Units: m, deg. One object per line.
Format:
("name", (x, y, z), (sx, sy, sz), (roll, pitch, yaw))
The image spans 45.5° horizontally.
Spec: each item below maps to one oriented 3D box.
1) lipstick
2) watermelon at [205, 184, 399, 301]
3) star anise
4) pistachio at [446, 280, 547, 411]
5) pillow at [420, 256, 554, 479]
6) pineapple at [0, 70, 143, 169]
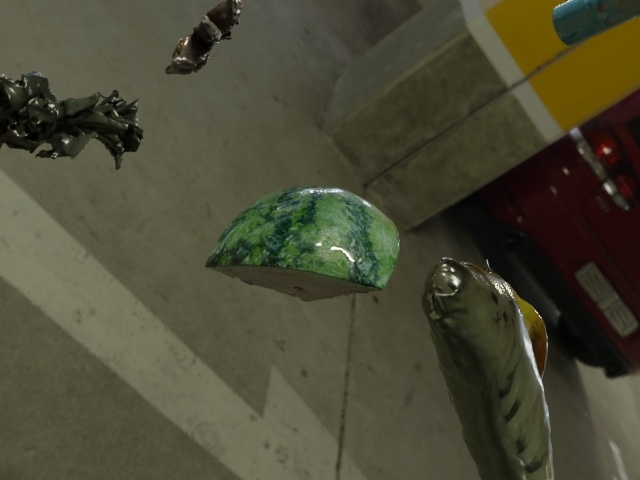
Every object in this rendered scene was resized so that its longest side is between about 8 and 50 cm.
("lipstick", (0.320, -0.253, 0.787), (0.048, 0.157, 0.048), (14, 69, -39))
("watermelon", (0.000, 0.000, 1.169), (0.260, 0.255, 0.176), (-60, 165, -28))
("star anise", (-0.211, -0.393, 1.455), (0.063, 0.171, 0.208), (44, 64, -9))
("pistachio", (0.203, 0.127, 0.900), (0.110, 0.100, 0.190), (32, 64, -30))
("pillow", (0.118, 0.093, 0.505), (0.241, 0.051, 0.093), (64, 37, -30))
("pineapple", (-0.311, -0.127, 0.793), (0.251, 0.125, 0.125), (7, 42, -13))
